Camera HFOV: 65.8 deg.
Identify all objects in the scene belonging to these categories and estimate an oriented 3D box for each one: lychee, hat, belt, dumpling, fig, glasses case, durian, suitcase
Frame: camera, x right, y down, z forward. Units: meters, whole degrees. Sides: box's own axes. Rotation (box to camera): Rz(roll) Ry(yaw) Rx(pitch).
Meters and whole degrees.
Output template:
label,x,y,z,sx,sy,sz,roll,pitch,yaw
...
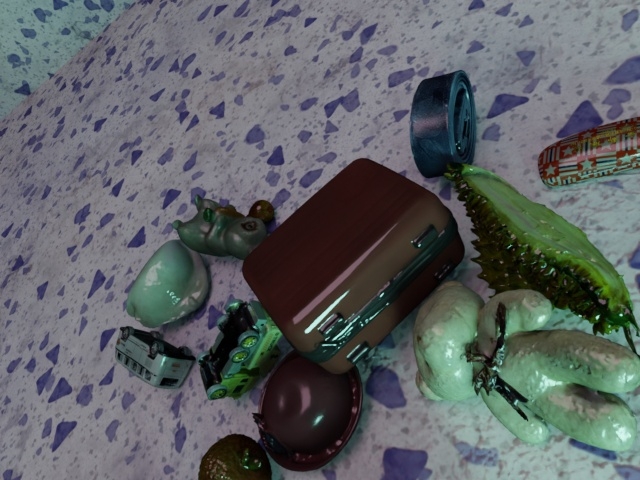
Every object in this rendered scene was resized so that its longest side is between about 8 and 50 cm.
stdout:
label,x,y,z,sx,sy,sz,roll,pitch,yaw
lychee,-0.130,0.359,0.758,0.146,0.114,0.114,-57,38,34
hat,-0.028,0.249,0.768,0.205,0.089,0.205,-18,54,28
belt,0.208,-0.196,0.835,0.082,0.141,0.190,-3,61,33
dumpling,-0.322,0.096,1.087,0.217,0.149,0.105,-63,9,-21
fig,-0.137,-0.057,1.070,0.083,0.050,0.050,-21,51,42
glasses case,0.413,-0.134,0.707,0.194,0.049,0.073,-14,55,29
durian,0.284,0.023,0.660,0.132,0.106,0.375,-20,50,-17
suitcase,0.046,0.031,0.761,0.297,0.161,0.236,-43,39,-3

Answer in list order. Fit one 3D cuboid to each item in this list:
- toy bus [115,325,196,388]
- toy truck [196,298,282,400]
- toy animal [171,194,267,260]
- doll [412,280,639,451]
label,x,y,z,sx,sy,sz,roll,pitch,yaw
toy bus,-0.351,0.238,1.018,0.194,0.087,0.089,13,82,39
toy truck,-0.125,0.186,0.849,0.191,0.116,0.085,-59,43,25
toy animal,-0.175,-0.004,1.031,0.251,0.127,0.125,23,99,23
doll,0.222,0.145,0.592,0.278,0.149,0.175,10,80,46
